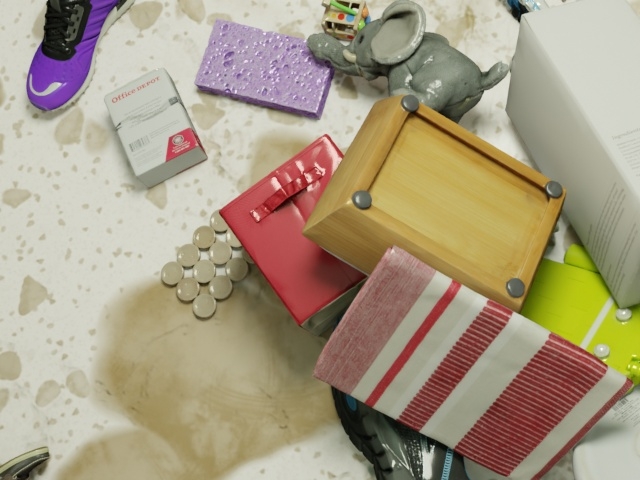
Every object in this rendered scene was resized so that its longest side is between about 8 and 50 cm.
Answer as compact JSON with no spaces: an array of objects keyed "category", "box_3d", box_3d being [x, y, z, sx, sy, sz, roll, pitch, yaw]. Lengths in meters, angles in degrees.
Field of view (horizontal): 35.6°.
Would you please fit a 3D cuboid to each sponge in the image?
[{"category":"sponge","box_3d":[-0.083,-0.270,1.566,0.210,0.031,0.117,15,79,14]}]

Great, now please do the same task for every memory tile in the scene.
[{"category":"memory tile","box_3d":[-0.163,0.033,1.513,0.113,0.012,0.148,42,87,17]}]

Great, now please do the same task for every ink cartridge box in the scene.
[{"category":"ink cartridge box","box_3d":[-0.257,-0.177,1.559,0.109,0.063,0.150,-26,72,4]}]

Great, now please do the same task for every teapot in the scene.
[{"category":"teapot","box_3d":[0.442,0.307,1.245,0.256,0.187,0.252,-4,45,27]}]

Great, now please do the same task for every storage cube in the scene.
[{"category":"storage cube","box_3d":[0.000,0.000,1.390,0.184,0.215,0.193,-36,79,0]}]

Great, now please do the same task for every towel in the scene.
[{"category":"towel","box_3d":[0.178,0.161,1.230,0.329,0.237,0.037,28,39,-2]}]

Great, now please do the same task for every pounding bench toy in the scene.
[{"category":"pounding bench toy","box_3d":[0.040,-0.347,1.535,0.065,0.083,0.052,13,78,14]}]

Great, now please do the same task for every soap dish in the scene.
[{"category":"soap dish","box_3d":[0.155,-0.034,1.247,0.291,0.118,0.229,30,61,-2]}]

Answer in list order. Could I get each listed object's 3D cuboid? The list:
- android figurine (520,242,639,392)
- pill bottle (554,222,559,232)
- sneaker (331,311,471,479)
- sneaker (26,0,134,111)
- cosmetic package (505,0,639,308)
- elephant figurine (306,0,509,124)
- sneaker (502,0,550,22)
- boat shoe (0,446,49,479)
[{"category":"android figurine","box_3d":[0.330,0.114,1.315,0.273,0.056,0.248,20,61,39]},{"category":"pill bottle","box_3d":[0.235,-0.021,1.404,0.184,0.103,0.103,-17,73,6]},{"category":"sneaker","box_3d":[0.114,0.251,1.368,0.140,0.125,0.341,-16,72,-18]},{"category":"sneaker","box_3d":[-0.402,-0.354,1.588,0.102,0.146,0.293,23,81,16]},{"category":"cosmetic package","box_3d":[0.388,-0.123,1.298,0.155,0.197,0.365,-16,58,-8]},{"category":"elephant figurine","box_3d":[0.118,-0.268,1.453,0.186,0.169,0.239,-18,68,-21]},{"category":"sneaker","box_3d":[0.305,-0.392,1.506,0.083,0.071,0.190,-37,72,-6]},{"category":"boat shoe","box_3d":[-0.457,0.354,1.469,0.152,0.056,0.049,-32,77,11]}]
